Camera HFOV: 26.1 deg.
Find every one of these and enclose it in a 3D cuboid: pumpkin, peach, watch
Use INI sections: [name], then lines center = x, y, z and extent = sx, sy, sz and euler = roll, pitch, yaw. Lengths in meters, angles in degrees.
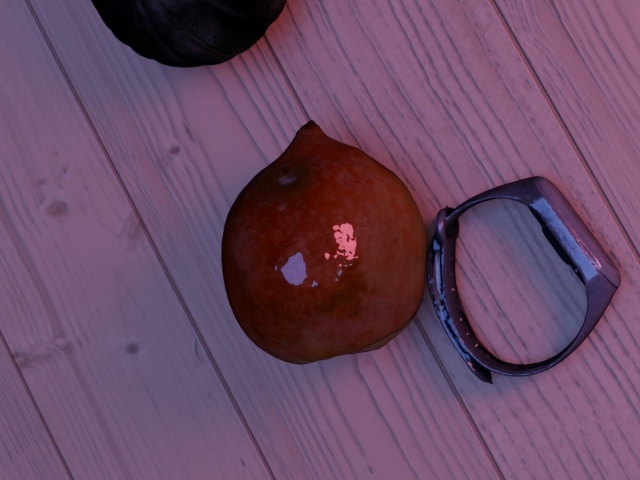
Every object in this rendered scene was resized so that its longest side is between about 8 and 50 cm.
[pumpkin]
center = -0.156, -0.313, 1.526
extent = 0.250, 0.216, 0.249
euler = 3, 94, 38
[peach]
center = 0.000, 0.000, 1.471
extent = 0.232, 0.232, 0.256
euler = -16, 86, 22
[watch]
center = 0.204, 0.039, 1.478
extent = 0.193, 0.068, 0.206
euler = -39, 81, 18
